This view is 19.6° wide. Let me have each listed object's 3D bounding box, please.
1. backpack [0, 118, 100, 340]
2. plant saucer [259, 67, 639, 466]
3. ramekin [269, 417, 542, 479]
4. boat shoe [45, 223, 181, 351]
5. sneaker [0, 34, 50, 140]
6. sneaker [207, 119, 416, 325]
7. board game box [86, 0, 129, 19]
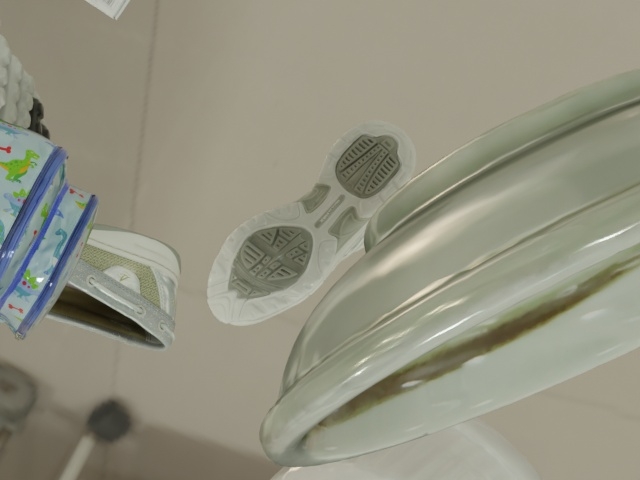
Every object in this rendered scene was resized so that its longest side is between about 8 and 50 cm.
[{"bbox_3d":[-0.164,-0.006,0.959,0.084,0.105,0.114,26,164,-4],"label":"backpack"},{"bbox_3d":[0.138,-0.003,0.993,0.400,0.400,0.101,-33,75,33],"label":"plant saucer"},{"bbox_3d":[0.053,0.268,1.435,0.272,0.127,0.273,10,108,32],"label":"ramekin"},{"bbox_3d":[-0.288,0.033,1.825,0.320,0.103,0.118,15,148,-27],"label":"boat shoe"},{"bbox_3d":[-0.240,-0.078,1.140,0.118,0.110,0.292,-6,136,6],"label":"sneaker"},{"bbox_3d":[0.000,0.000,1.661,0.232,0.115,0.090,-40,72,-4],"label":"sneaker"},{"bbox_3d":[-0.268,-0.369,1.740,0.305,0.053,0.193,34,120,-8],"label":"board game box"}]
